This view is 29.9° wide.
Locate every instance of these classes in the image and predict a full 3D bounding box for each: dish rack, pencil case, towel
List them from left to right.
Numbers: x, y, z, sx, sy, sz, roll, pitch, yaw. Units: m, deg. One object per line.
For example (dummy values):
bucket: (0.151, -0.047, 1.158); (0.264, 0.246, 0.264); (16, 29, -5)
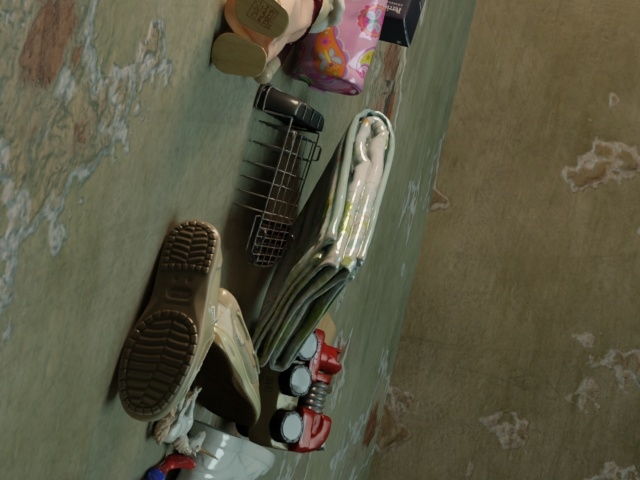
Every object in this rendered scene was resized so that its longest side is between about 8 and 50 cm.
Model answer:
dish rack: (-0.070, -0.094, 1.860); (0.208, 0.074, 0.272); (12, 94, -76)
towel: (0.000, 0.000, 1.965); (0.320, 0.090, 0.374); (-55, -168, 42)
pencil case: (0.042, -0.374, 1.883); (0.124, 0.124, 0.284); (33, 69, -77)

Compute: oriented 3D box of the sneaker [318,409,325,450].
sneaker: (-0.048, 0.348, 2.445); (0.297, 0.111, 0.129); (81, 11, -70)

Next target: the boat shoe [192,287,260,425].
boat shoe: (-0.137, 0.183, 1.810); (0.302, 0.109, 0.098); (77, 31, -53)

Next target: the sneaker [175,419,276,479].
sneaker: (-0.169, 0.394, 1.941); (0.169, 0.108, 0.292); (-70, 159, -9)

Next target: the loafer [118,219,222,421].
loafer: (-0.179, 0.109, 1.545); (0.092, 0.102, 0.269); (58, 47, -65)

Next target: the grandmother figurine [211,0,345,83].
grandmother figurine: (-0.043, -0.321, 1.670); (0.208, 0.104, 0.342); (-49, 180, 22)

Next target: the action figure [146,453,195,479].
action figure: (-0.215, 0.386, 1.651); (0.280, 0.139, 0.091); (-27, 130, -70)

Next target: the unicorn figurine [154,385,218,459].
unicorn figurine: (-0.203, 0.265, 1.746); (0.162, 0.060, 0.111); (8, 98, -61)

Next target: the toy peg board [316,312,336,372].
toy peg board: (-0.052, 0.188, 2.289); (0.161, 0.079, 0.161); (-68, 150, -30)

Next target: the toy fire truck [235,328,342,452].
toy fire truck: (-0.025, 0.271, 2.134); (0.246, 0.158, 0.217); (21, 74, -43)

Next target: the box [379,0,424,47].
box: (0.104, -0.449, 2.005); (0.108, 0.153, 0.207); (61, 45, -72)
